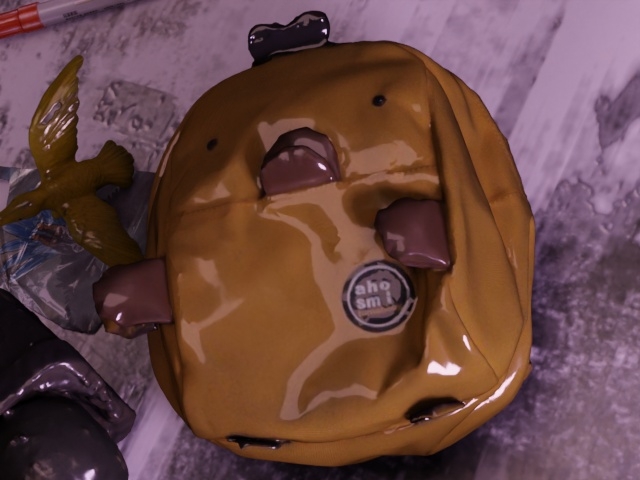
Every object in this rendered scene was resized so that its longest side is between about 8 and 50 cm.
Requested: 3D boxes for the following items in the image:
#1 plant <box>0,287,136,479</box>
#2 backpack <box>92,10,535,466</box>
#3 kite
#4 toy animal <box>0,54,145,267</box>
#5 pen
[{"bbox_3d":[-0.256,0.153,1.504,0.164,0.142,0.256,-36,55,-4],"label":"plant"},{"bbox_3d":[-0.001,0.003,1.466,0.353,0.201,0.378,-14,63,6],"label":"backpack"},{"bbox_3d":[-0.304,-0.008,1.674,0.310,0.015,0.169,8,67,20],"label":"kite"},{"bbox_3d":[-0.237,-0.036,1.614,0.155,0.095,0.219,-26,91,-2],"label":"toy animal"},{"bbox_3d":[-0.226,-0.239,1.760,0.239,0.028,0.028,-14,60,10],"label":"pen"}]
